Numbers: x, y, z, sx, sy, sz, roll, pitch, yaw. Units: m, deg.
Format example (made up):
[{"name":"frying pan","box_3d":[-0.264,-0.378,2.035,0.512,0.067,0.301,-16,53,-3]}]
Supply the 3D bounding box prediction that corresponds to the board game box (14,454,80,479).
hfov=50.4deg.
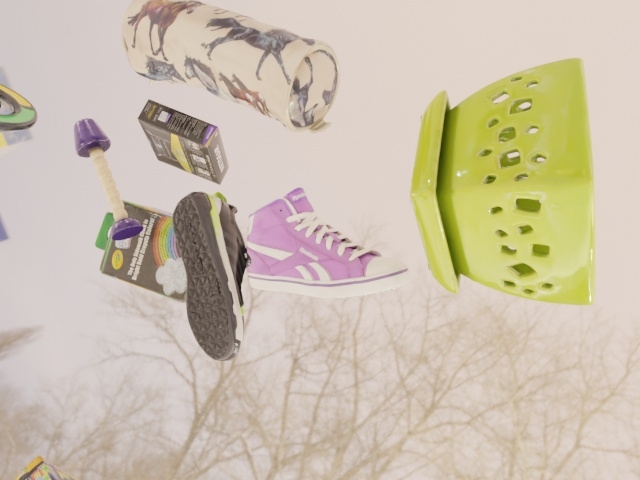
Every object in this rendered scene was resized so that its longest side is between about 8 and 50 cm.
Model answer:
[{"name":"board game box","box_3d":[-0.353,0.404,0.997,0.141,0.048,0.170,33,-20,35]}]

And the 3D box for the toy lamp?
[{"name":"toy lamp","box_3d":[-0.465,-0.136,1.466,0.080,0.080,0.274,-43,-113,53]}]

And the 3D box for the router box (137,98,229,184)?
[{"name":"router box","box_3d":[-0.438,-0.313,2.217,0.243,0.081,0.309,22,-17,6]}]

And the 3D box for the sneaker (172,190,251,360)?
[{"name":"sneaker","box_3d":[-0.120,0.038,0.889,0.084,0.097,0.234,-26,-111,37]}]

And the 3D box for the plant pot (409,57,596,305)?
[{"name":"plant pot","box_3d":[0.234,-0.067,0.864,0.207,0.228,0.227,-3,-41,21]}]

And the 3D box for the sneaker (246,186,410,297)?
[{"name":"sneaker","box_3d":[-0.001,0.000,1.038,0.282,0.102,0.161,3,-81,29]}]

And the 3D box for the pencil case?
[{"name":"pencil case","box_3d":[-0.164,-0.325,1.251,0.410,0.160,0.183,24,-31,22]}]

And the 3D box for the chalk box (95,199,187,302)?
[{"name":"chalk box","box_3d":[-0.385,0.018,1.603,0.289,0.179,0.180,19,-89,13]}]

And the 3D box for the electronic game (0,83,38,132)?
[{"name":"electronic game","box_3d":[-0.666,-0.275,1.316,0.229,0.229,0.048,40,-68,28]}]
